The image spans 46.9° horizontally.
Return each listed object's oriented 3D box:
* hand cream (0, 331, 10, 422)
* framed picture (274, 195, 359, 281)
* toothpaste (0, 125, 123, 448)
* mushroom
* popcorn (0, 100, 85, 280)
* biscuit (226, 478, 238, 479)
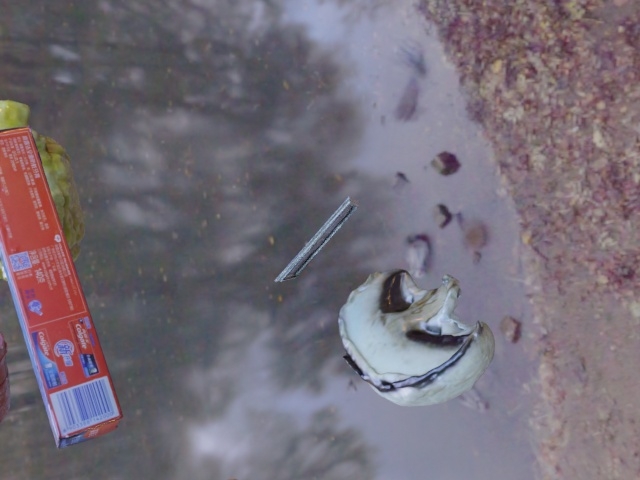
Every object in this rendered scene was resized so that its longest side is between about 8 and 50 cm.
[{"bbox_3d":[-0.660,0.249,1.287,0.230,0.230,0.149,31,126,52],"label":"hand cream"},{"bbox_3d":[0.000,0.000,1.239,0.011,0.142,0.183,42,96,6],"label":"framed picture"},{"bbox_3d":[-0.280,0.043,0.745,0.320,0.066,0.076,69,154,13],"label":"toothpaste"},{"bbox_3d":[0.165,0.165,1.244,0.130,0.247,0.344,56,161,-26],"label":"mushroom"},{"bbox_3d":[-0.485,-0.073,1.214,0.225,0.173,0.286,180,77,-83],"label":"popcorn"},{"bbox_3d":[-0.177,0.358,0.668,0.043,0.306,0.284,68,-160,-48],"label":"biscuit"}]
